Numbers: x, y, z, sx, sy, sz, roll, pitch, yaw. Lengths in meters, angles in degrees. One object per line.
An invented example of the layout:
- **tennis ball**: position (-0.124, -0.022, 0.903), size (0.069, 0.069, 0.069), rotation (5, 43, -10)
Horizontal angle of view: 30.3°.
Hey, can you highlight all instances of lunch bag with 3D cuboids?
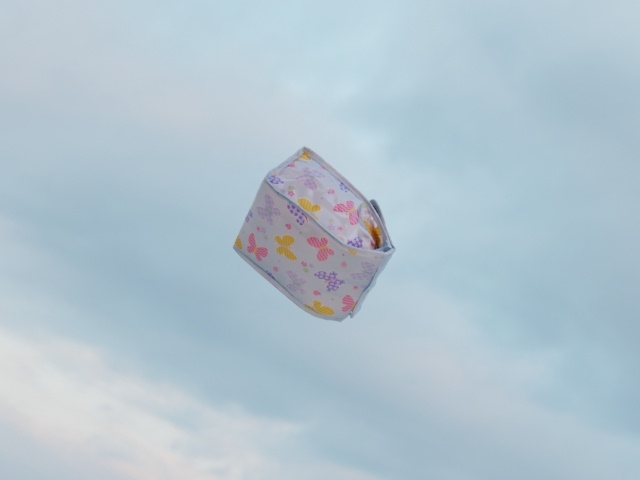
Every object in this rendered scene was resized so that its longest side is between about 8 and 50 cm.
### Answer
- **lunch bag**: position (0.000, 0.000, 0.686), size (0.083, 0.053, 0.071), rotation (41, -42, 14)
